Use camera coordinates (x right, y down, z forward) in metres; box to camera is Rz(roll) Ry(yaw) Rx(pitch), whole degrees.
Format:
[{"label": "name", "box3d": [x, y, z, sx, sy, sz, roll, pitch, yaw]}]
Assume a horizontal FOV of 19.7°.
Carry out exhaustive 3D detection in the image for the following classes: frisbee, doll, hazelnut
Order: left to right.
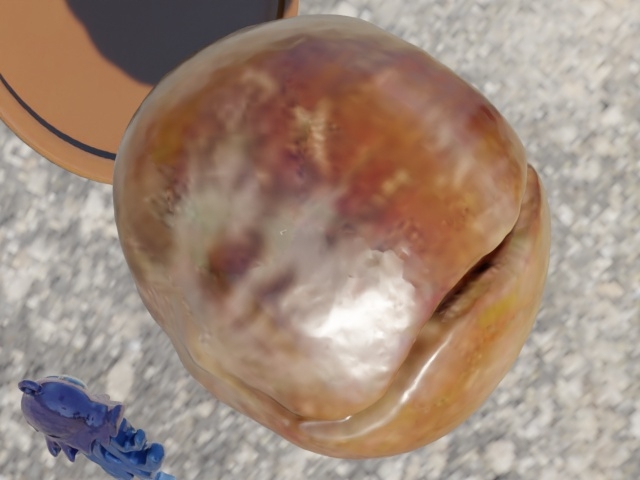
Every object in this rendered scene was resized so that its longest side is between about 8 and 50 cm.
[{"label": "doll", "box3d": [-0.203, 0.176, 1.672, 0.206, 0.110, 0.067, 44, 49, -40]}, {"label": "frisbee", "box3d": [-0.106, -0.154, 1.001, 0.250, 0.021, 0.251, 0, 90, -44]}, {"label": "hazelnut", "box3d": [0.000, 0.000, 0.628, 0.154, 0.143, 0.143, 48, 55, -4]}]
